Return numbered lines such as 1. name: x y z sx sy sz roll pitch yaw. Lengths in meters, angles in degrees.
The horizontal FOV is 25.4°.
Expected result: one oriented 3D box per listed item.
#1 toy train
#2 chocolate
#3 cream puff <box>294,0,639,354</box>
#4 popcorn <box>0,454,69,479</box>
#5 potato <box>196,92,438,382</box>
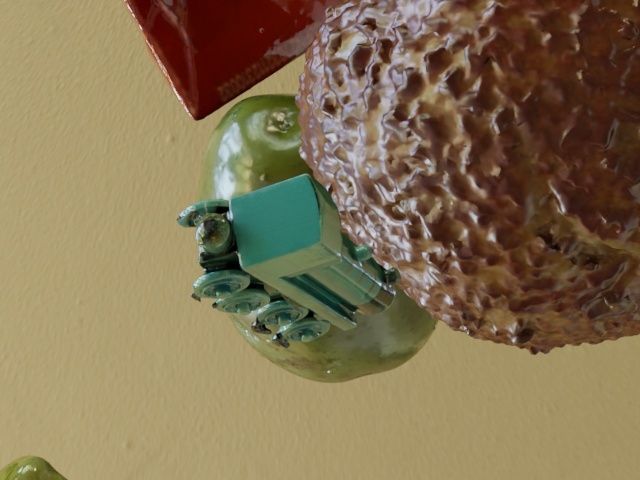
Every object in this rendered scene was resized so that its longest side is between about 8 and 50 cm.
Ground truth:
1. toy train: -0.006 0.007 0.399 0.045 0.092 0.029 -17 -110 16
2. chocolate: -0.080 -0.264 1.231 0.237 0.108 0.235 -35 -67 -13
3. cream puff: 0.137 -0.056 0.921 0.350 0.229 0.350 19 -35 14
4. popcorn: -0.143 0.125 0.488 0.126 0.145 0.126 13 -93 -14
5. potato: 0.001 0.002 1.257 0.216 0.216 0.304 -17 -34 2
